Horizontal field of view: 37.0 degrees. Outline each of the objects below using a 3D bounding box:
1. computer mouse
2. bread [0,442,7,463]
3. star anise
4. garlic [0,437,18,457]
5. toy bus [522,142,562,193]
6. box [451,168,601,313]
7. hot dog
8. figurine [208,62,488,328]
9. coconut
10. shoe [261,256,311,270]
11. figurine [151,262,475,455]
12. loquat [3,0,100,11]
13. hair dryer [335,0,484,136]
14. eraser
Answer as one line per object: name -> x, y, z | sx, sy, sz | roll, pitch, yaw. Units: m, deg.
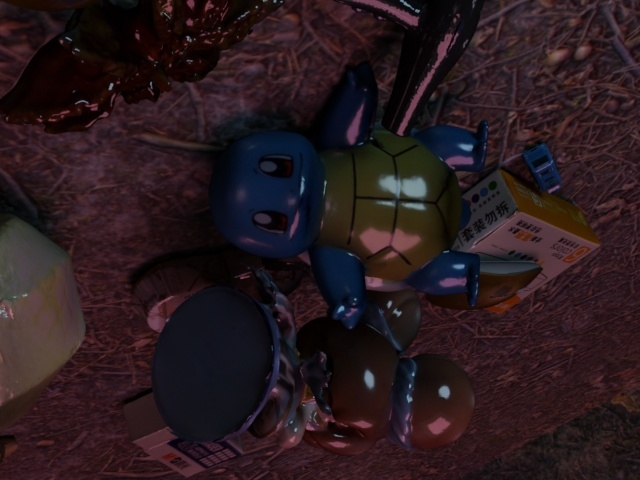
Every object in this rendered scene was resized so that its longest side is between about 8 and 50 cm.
computer mouse -> 0.249, 0.067, 1.439 | 0.199, 0.045, 0.102 | 2, 146, -32
bread -> -0.626, 0.396, 1.475 | 0.246, 0.111, 0.239 | 5, 142, -24
star anise -> -0.153, -0.172, 0.847 | 0.288, 0.088, 0.288 | -32, 176, -3
garlic -> -0.536, 0.350, 1.563 | 0.083, 0.041, 0.053 | -29, 156, -3
toy bus -> 0.324, -0.104, 1.390 | 0.038, 0.046, 0.083 | -29, 149, 11
box -> 0.283, 0.008, 1.503 | 0.274, 0.091, 0.221 | 14, 135, -46
hot dog -> -0.137, 0.060, 1.330 | 0.252, 0.069, 0.131 | -16, 141, -16
figurine -> 0.076, -0.054, 1.164 | 0.416, 0.298, 0.243 | 4, -174, -44
coconut -> -0.385, 0.099, 1.061 | 0.259, 0.259, 0.259 | -17, 150, -10
shoe -> 0.001, 0.000, 1.309 | 0.194, 0.077, 0.074 | 0, 169, -41
figurine -> -0.003, 0.161, 1.247 | 0.248, 0.277, 0.388 | -40, 145, 19
loquat -> -0.196, -0.243, 0.704 | 0.195, 0.152, 0.152 | -9, 154, 15
hair dryer -> 0.051, -0.218, 0.987 | 0.219, 0.075, 0.195 | 13, 116, -26
eraser -> -0.237, 0.338, 1.703 | 0.124, 0.081, 0.279 | -23, 151, 2
